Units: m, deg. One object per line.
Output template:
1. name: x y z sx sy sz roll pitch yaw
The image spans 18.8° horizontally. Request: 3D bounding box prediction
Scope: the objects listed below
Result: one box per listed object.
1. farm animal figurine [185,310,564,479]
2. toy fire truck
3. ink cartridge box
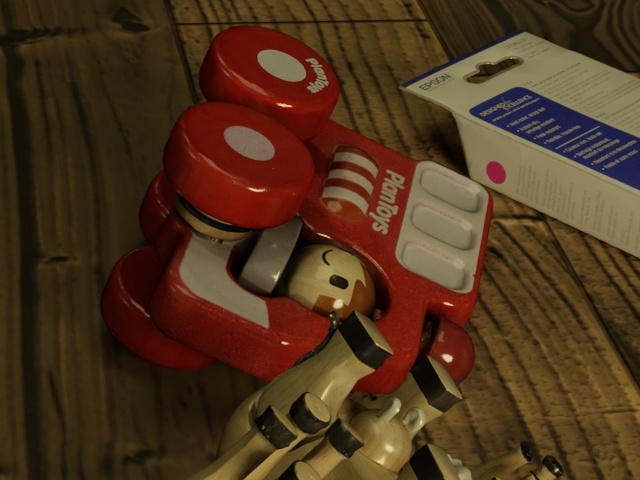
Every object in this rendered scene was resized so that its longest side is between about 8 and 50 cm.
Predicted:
1. farm animal figurine: 0.008 0.174 0.996 0.330 0.172 0.326 40 17 -28
2. toy fire truck: 0.000 0.000 1.369 0.254 0.169 0.302 23 32 -5
3. ink cartridge box: 0.257 -0.065 1.585 0.371 0.069 0.176 30 40 32
